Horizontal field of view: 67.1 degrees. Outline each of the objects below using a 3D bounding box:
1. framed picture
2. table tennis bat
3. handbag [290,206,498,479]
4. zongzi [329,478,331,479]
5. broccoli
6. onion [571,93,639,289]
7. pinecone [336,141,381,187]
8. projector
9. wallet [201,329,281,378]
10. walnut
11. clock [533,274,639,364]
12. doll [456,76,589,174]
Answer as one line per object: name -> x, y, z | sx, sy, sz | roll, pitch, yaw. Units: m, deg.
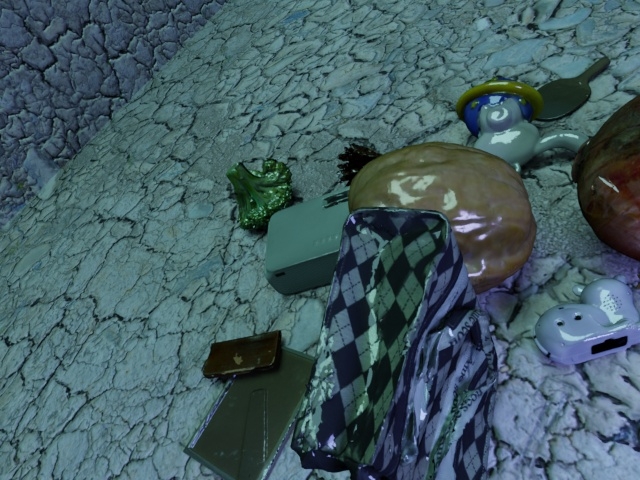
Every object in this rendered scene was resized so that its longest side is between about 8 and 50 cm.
framed picture -> -0.132, 0.336, 0.974 | 0.209, 0.019, 0.281 | 12, 59, 38
table tennis bat -> 0.608, -0.369, 1.180 | 0.234, 0.022, 0.131 | -37, 41, -1
handbag -> 0.125, 0.200, 0.651 | 0.180, 0.416, 0.316 | 0, 54, 29
zongzi -> 0.033, 0.421, 0.774 | 0.073, 0.067, 0.083 | -14, 28, 29
broccoli -> -0.177, -0.139, 1.313 | 0.219, 0.194, 0.194 | -49, 44, -9
onion -> 0.584, -0.089, 0.739 | 0.354, 0.353, 0.353 | -17, 45, 17
pinecone -> 0.102, -0.184, 1.238 | 0.140, 0.140, 0.120 | 39, 110, 46
projector -> 0.000, 0.000, 1.141 | 0.250, 0.108, 0.198 | -18, 45, 18
wallet -> -0.169, 0.248, 1.043 | 0.176, 0.026, 0.095 | -14, 38, 17
walnut -> 0.221, -0.029, 0.891 | 0.344, 0.306, 0.306 | 3, 49, 3
clock -> 0.430, 0.124, 0.785 | 0.176, 0.080, 0.117 | -21, 44, 12
doll -> 0.436, -0.266, 1.084 | 0.311, 0.159, 0.242 | 6, 54, 31
